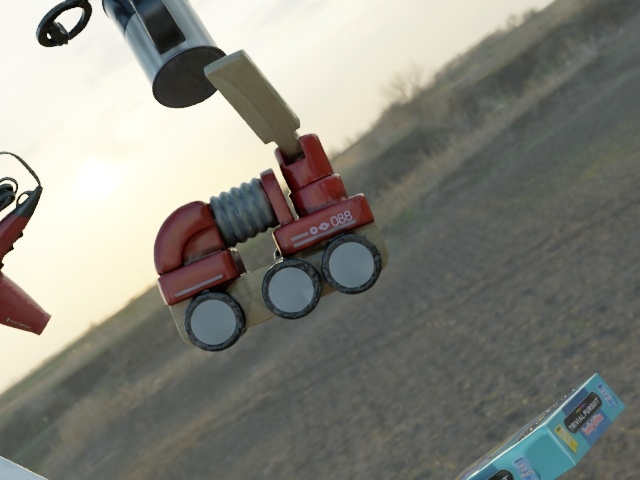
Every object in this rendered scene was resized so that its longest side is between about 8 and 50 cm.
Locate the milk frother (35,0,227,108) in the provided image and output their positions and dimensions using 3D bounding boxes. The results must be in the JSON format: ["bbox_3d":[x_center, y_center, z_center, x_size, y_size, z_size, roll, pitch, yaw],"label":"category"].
[{"bbox_3d":[-0.189,-0.194,0.995,0.143,0.135,0.129,-39,-29,13],"label":"milk frother"}]

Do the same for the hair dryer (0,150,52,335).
[{"bbox_3d":[-0.471,0.024,1.428,0.223,0.294,0.080,-8,34,17],"label":"hair dryer"}]

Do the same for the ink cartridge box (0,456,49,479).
[{"bbox_3d":[-0.218,0.339,0.821,0.091,0.385,0.308,-65,0,-56],"label":"ink cartridge box"}]

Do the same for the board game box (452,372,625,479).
[{"bbox_3d":[0.320,0.374,1.662,0.336,0.079,0.253,-46,-14,32],"label":"board game box"}]

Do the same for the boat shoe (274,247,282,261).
[{"bbox_3d":[0.000,0.000,1.514,0.152,0.056,0.049,-31,-18,5],"label":"boat shoe"}]

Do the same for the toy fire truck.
[{"bbox_3d":[-0.071,-0.038,0.973,0.217,0.246,0.158,-22,-1,1],"label":"toy fire truck"}]
